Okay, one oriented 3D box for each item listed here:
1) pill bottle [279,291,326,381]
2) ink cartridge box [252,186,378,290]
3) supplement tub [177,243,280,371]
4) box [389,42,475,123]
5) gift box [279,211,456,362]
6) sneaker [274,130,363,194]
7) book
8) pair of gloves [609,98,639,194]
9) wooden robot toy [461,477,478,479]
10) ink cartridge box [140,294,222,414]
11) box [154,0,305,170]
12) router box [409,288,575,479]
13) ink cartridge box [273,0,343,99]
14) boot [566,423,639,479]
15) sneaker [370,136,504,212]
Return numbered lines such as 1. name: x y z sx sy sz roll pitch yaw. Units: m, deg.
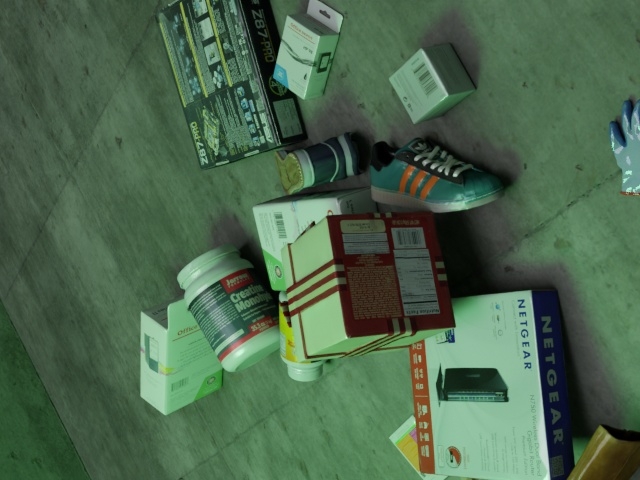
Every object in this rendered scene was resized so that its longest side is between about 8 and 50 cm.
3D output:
1. pill bottle: -0.036 0.214 1.893 0.117 0.117 0.214 20 120 41
2. ink cartridge box: 0.000 0.000 1.768 0.278 0.117 0.201 -2 104 47
3. supplement tub: -0.214 0.166 2.007 0.272 0.191 0.191 57 137 13
4. box: 0.200 -0.282 1.464 0.102 0.087 0.101 -37 78 48
5. gift box: 0.081 0.072 1.512 0.258 0.255 0.276 141 128 -60
6. sneaker: -0.004 -0.165 1.737 0.282 0.153 0.099 -162 55 -76
7. book: 0.227 0.458 1.778 0.144 0.035 0.096 51 132 19
8. pair of gloves: 0.529 -0.134 1.225 0.198 0.023 0.159 11 115 45
9. wooden robot toy: 0.317 0.406 1.653 0.079 0.076 0.173 -112 23 -62
10. ink cartridge box: -0.371 0.269 2.202 0.119 0.207 0.353 28 124 35
11. box: -0.212 -0.379 1.859 0.318 0.097 0.394 -11 97 47
12. router box: 0.305 0.266 1.512 0.301 0.082 0.335 -13 79 48
13. ink cartridge box: -0.028 -0.397 1.680 0.104 0.060 0.180 40 131 30
14. boot: 0.487 0.442 1.415 0.280 0.264 0.096 -61 33 11
15. sneaker: 0.201 -0.127 1.510 0.302 0.108 0.121 9 116 46
